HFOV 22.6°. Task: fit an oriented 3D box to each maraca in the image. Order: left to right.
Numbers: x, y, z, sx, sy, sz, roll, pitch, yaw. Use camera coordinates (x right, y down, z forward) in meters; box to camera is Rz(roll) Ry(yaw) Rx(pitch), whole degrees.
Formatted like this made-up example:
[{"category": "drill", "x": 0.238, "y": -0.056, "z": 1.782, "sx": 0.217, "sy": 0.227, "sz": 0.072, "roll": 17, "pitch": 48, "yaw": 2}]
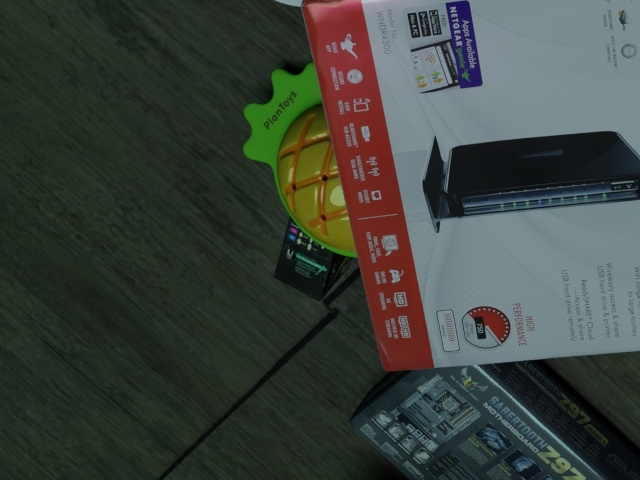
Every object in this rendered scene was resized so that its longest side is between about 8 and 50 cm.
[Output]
[{"category": "maraca", "x": 0.010, "y": -0.068, "z": 1.364, "sx": 0.185, "sy": 0.099, "sz": 0.127, "roll": 46, "pitch": 107, "yaw": 16}]

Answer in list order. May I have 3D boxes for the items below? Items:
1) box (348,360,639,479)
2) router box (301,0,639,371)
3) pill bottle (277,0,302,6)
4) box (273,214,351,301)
[{"category": "box", "x": 0.165, "y": 0.192, "z": 1.484, "sx": 0.233, "sy": 0.059, "sz": 0.183, "roll": 41, "pitch": 137, "yaw": -3}, {"category": "router box", "x": 0.167, "y": -0.068, "z": 1.214, "sx": 0.301, "sy": 0.082, "sz": 0.335, "roll": -6, "pitch": 121, "yaw": 13}, {"category": "pill bottle", "x": 0.000, "y": -0.277, "z": 1.206, "sx": 0.108, "sy": 0.108, "sz": 0.193, "roll": 27, "pitch": 132, "yaw": 11}, {"category": "box", "x": 0.000, "y": 0.000, "z": 1.443, "sx": 0.052, "sy": 0.062, "sz": 0.083, "roll": 27, "pitch": 132, "yaw": 13}]
